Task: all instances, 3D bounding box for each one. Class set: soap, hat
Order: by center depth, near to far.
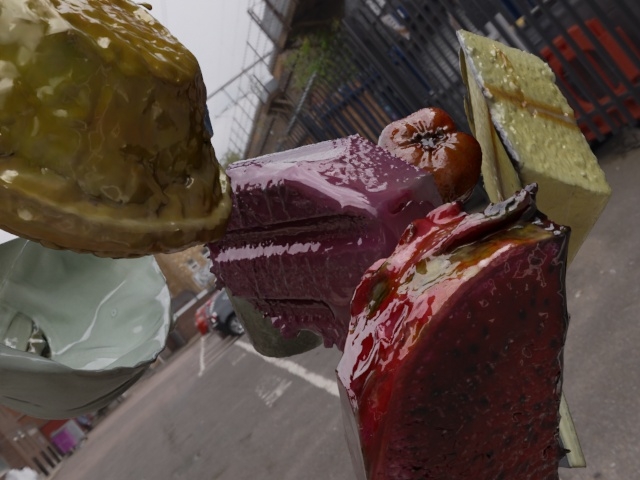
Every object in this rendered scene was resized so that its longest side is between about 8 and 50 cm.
[{"bbox_3d":[-0.315,0.117,0.614,0.302,0.168,0.257,-29,33,13],"label":"hat"},{"bbox_3d":[0.000,0.000,0.632,0.127,0.220,0.325,-36,22,-36],"label":"soap"}]

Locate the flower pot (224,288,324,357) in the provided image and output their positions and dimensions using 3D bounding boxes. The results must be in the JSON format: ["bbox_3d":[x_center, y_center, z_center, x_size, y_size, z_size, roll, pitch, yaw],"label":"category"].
[{"bbox_3d":[-0.108,0.108,1.465,0.294,0.330,0.293,-11,16,3],"label":"flower pot"}]

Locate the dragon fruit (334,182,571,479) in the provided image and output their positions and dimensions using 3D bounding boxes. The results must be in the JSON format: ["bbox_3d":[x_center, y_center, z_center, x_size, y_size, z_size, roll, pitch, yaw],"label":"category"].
[{"bbox_3d":[0.078,0.089,0.383,0.163,0.261,0.189,16,30,39],"label":"dragon fruit"}]

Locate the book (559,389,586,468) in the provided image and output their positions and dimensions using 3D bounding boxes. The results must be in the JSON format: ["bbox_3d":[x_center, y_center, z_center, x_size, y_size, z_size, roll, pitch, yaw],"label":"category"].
[{"bbox_3d":[0.403,0.285,1.128,0.039,0.299,0.428,-15,-21,5],"label":"book"}]

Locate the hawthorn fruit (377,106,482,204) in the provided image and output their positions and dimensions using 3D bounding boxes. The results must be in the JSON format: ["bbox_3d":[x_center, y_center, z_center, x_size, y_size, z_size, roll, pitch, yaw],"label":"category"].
[{"bbox_3d":[0.210,-0.123,1.130,0.207,0.207,0.243,-40,-31,-20],"label":"hawthorn fruit"}]

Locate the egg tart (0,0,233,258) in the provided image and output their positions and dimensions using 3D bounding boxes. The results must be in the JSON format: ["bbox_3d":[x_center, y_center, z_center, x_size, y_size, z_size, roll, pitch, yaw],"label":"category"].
[{"bbox_3d":[-0.186,-0.117,0.400,0.128,0.319,0.319,-56,-4,19],"label":"egg tart"}]

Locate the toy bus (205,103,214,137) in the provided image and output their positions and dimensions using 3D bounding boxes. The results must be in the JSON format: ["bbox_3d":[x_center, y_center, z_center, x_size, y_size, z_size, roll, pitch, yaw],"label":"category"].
[{"bbox_3d":[-0.278,-0.262,1.048,0.116,0.133,0.234,-15,-12,1],"label":"toy bus"}]

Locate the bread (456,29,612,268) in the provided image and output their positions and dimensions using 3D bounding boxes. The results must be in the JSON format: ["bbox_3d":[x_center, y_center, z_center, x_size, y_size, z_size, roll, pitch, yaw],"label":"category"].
[{"bbox_3d":[0.333,-0.107,1.076,0.242,0.345,0.404,1,-43,-19],"label":"bread"}]
